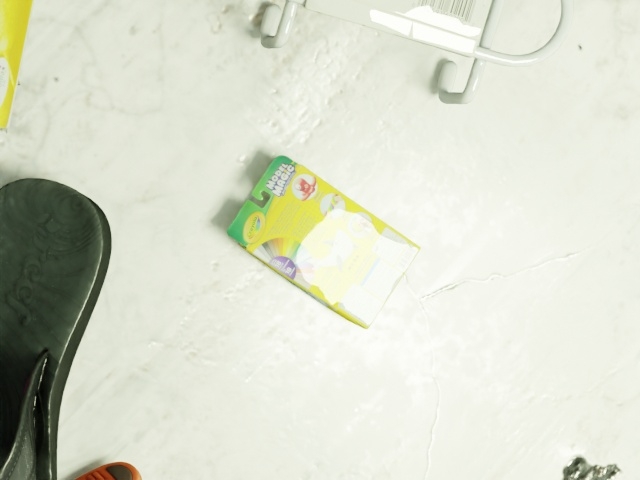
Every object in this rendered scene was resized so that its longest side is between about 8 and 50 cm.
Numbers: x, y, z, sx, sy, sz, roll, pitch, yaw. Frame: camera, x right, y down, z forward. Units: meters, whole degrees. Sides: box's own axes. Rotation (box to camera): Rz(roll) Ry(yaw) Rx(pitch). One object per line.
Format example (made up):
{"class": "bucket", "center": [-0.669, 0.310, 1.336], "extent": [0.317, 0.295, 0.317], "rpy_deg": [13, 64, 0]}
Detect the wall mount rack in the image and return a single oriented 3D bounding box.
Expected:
{"class": "wall mount rack", "center": [0.083, -0.307, 1.273], "extent": [0.350, 0.130, 0.304], "rpy_deg": [15, 95, -15]}

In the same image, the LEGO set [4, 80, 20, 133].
{"class": "LEGO set", "center": [-0.319, -0.127, 1.231], "extent": [0.054, 0.023, 0.083], "rpy_deg": [15, 91, -15]}

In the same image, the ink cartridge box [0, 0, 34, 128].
{"class": "ink cartridge box", "center": [-0.362, -0.265, 1.073], "extent": [0.307, 0.072, 0.304], "rpy_deg": [6, 98, -55]}

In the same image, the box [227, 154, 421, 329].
{"class": "box", "center": [0.000, 0.000, 1.317], "extent": [0.179, 0.043, 0.105], "rpy_deg": [35, 86, -17]}

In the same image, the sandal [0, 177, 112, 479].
{"class": "sandal", "center": [-0.314, 0.157, 1.189], "extent": [0.167, 0.107, 0.446], "rpy_deg": [11, 86, 10]}

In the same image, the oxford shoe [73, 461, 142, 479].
{"class": "oxford shoe", "center": [-0.257, 0.337, 1.270], "extent": [0.271, 0.097, 0.098], "rpy_deg": [-49, 129, -6]}
